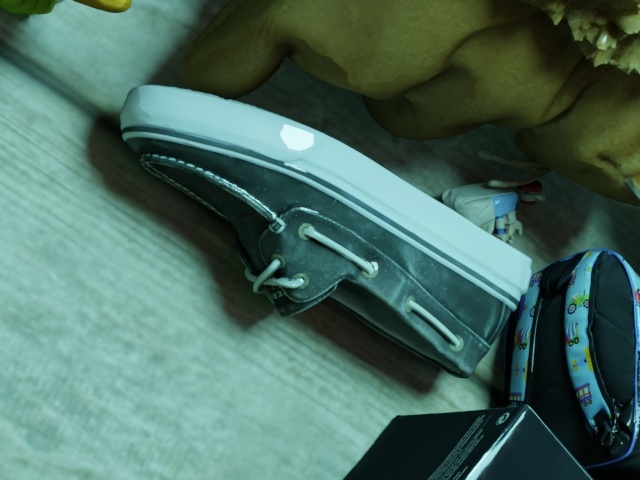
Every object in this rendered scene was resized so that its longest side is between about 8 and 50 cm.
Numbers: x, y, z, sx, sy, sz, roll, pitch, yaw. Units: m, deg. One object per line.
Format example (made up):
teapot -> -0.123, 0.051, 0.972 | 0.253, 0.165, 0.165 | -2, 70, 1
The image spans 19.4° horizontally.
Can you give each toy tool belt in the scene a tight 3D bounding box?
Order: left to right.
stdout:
toy tool belt -> 0.132, -0.018, 1.451 | 0.083, 0.052, 0.051 | -10, 119, -24

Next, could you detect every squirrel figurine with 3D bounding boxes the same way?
squirrel figurine -> 0.177, -0.160, 1.297 | 0.370, 0.397, 0.281 | 36, 60, -23

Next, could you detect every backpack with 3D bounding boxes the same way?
backpack -> 0.211, 0.101, 1.416 | 0.117, 0.158, 0.173 | 17, 64, -32

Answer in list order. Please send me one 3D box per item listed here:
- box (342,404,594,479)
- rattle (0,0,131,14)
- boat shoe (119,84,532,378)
box -> 0.152, 0.246, 1.342 | 0.261, 0.184, 0.103 | 49, 68, -13
rattle -> -0.162, -0.254, 1.276 | 0.130, 0.143, 0.199 | 36, 71, -24
boat shoe -> 0.000, 0.000, 1.335 | 0.335, 0.121, 0.119 | 26, 79, -17
